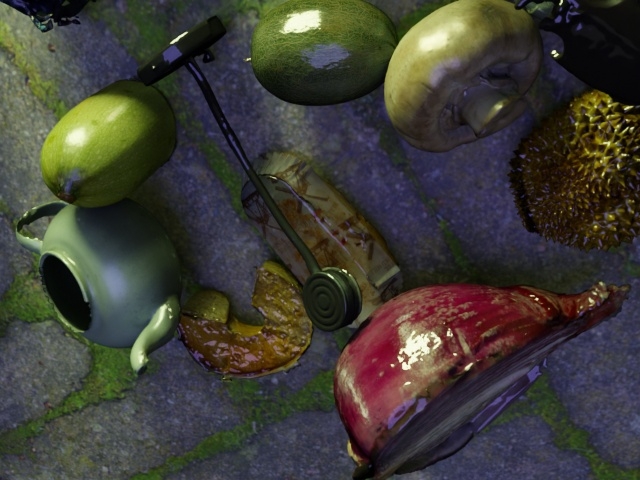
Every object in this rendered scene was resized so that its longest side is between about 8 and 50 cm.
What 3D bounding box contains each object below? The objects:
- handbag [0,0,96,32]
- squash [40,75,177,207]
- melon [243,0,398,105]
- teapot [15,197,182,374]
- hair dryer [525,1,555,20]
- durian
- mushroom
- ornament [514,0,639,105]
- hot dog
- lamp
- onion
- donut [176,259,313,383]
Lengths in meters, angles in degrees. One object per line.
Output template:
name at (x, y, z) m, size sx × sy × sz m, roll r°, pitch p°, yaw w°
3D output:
handbag at (-0.270, -0.354, 0.728) m, size 0.162 × 0.113 × 0.260 m, roll 35°, pitch 115°, yaw -11°
squash at (-0.249, -0.100, 0.798) m, size 0.123 × 0.186 × 0.123 m, roll 7°, pitch 121°, yaw 11°
melon at (-0.002, -0.197, 0.736) m, size 0.167 × 0.114 × 0.114 m, roll -4°, pitch 112°, yaw 16°
teapot at (-0.262, 0.041, 0.854) m, size 0.294 × 0.129 × 0.193 m, roll 36°, pitch 131°, yaw 24°
hair dryer at (0.212, -0.341, 0.646) m, size 0.229 × 0.092 × 0.267 m, roll 9°, pitch 106°, yaw 1°
durian at (0.278, -0.065, 0.724) m, size 0.168 × 0.137 × 0.158 m, roll -36°, pitch 81°, yaw 15°
mushroom at (0.143, -0.156, 0.695) m, size 0.166 × 0.166 × 0.127 m, roll -37°, pitch 68°, yaw 24°
ornament at (0.288, -0.232, 0.594) m, size 0.260 × 0.106 × 0.251 m, roll 40°, pitch 86°, yaw -11°
hot dog at (0.000, 0.000, 0.849) m, size 0.131 × 0.069 × 0.252 m, roll -36°, pitch 99°, yaw 33°
lamp at (-0.088, -0.062, 0.754) m, size 0.130 × 0.108 × 0.371 m, roll -23°, pitch 88°, yaw 41°
onion at (0.158, 0.114, 0.799) m, size 0.349 × 0.267 × 0.159 m, roll -38°, pitch 63°, yaw 2°
donut at (-0.087, 0.106, 0.910) m, size 0.181 × 0.078 × 0.146 m, roll -29°, pitch 106°, yaw 17°
